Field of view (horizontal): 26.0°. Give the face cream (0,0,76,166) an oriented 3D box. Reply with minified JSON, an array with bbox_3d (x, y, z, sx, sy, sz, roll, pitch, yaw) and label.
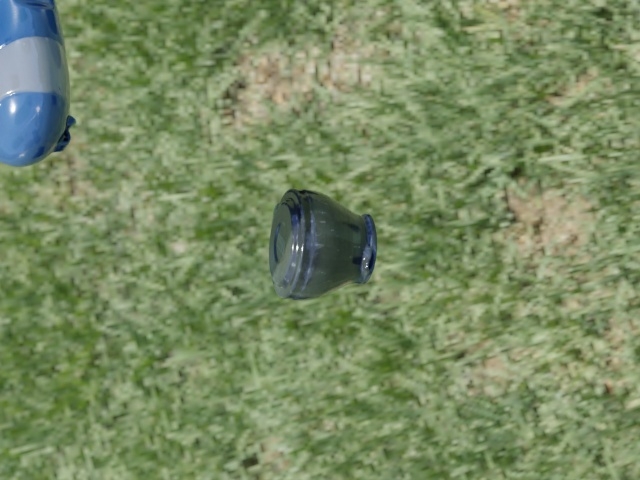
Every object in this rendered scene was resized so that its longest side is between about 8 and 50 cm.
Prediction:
[{"bbox_3d":[-0.273,-0.179,1.184,0.149,0.083,0.264,-51,50,44],"label":"face cream"}]

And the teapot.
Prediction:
[{"bbox_3d":[0.000,0.000,0.829,0.088,0.057,0.066,-124,43,-63],"label":"teapot"}]
